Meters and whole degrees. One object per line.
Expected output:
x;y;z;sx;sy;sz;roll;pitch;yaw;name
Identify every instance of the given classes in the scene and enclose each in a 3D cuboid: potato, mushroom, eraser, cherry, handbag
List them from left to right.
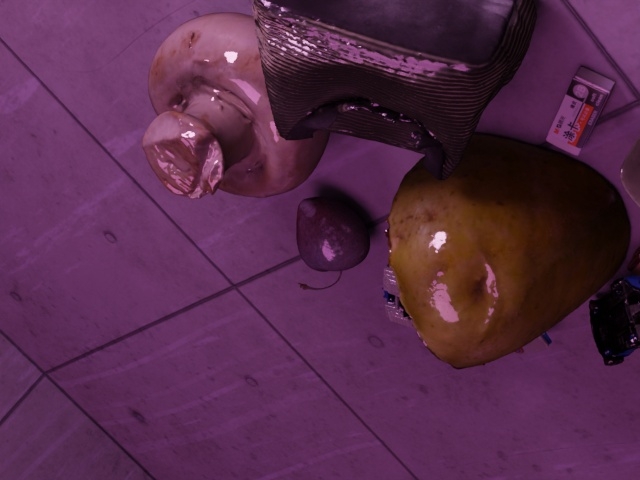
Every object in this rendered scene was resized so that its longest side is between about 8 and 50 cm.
-0.141;-0.174;1.541;0.297;0.290;0.298;22;140;20;mushroom
-0.005;-0.003;1.767;0.148;0.115;0.188;36;154;-31;cherry
0.085;-0.235;1.328;0.340;0.247;0.240;16;141;11;handbag
0.261;0.024;1.441;0.330;0.280;0.212;50;144;-14;potato
0.340;-0.169;1.373;0.052;0.029;0.122;29;142;12;eraser

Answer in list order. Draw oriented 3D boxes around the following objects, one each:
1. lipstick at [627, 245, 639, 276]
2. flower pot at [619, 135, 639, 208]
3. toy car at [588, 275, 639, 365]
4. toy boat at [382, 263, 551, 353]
0.506;0.057;1.466;0.145;0.045;0.045;33;141;7;lipstick
0.531;-0.041;1.229;0.367;0.165;0.254;11;147;47;flower pot
0.444;0.118;1.519;0.063;0.103;0.216;-11;164;-3;toy car
0.238;0.121;1.718;0.295;0.088;0.129;19;139;24;toy boat
